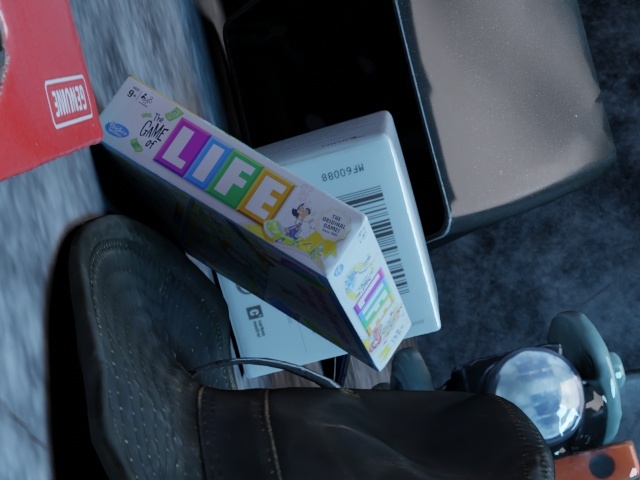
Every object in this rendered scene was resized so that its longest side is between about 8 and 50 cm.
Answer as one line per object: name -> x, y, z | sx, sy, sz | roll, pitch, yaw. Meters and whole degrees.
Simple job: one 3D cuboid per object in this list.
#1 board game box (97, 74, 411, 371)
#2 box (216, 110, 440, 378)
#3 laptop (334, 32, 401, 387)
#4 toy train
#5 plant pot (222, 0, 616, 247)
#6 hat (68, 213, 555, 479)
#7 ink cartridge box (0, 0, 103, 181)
board game box -> -0.021, -0.001, 0.629 | 0.103, 0.026, 0.154 | 31, -10, 16
box -> 0.000, 0.000, 0.807 | 0.087, 0.102, 0.101 | -75, 150, -77
laptop -> -0.040, -0.143, 1.299 | 0.408, 0.236, 0.382 | 46, 10, -9
toy train -> 0.102, 0.164, 0.947 | 0.334, 0.142, 0.190 | 115, -38, -71
plant pot -> 0.070, -0.083, 1.005 | 0.187, 0.167, 0.188 | -25, -104, 55
hat -> 0.026, 0.128, 0.554 | 0.331, 0.134, 0.331 | -13, 90, -85
ink cartridge box -> -0.090, -0.146, 0.401 | 0.296, 0.066, 0.261 | -70, 145, -81
